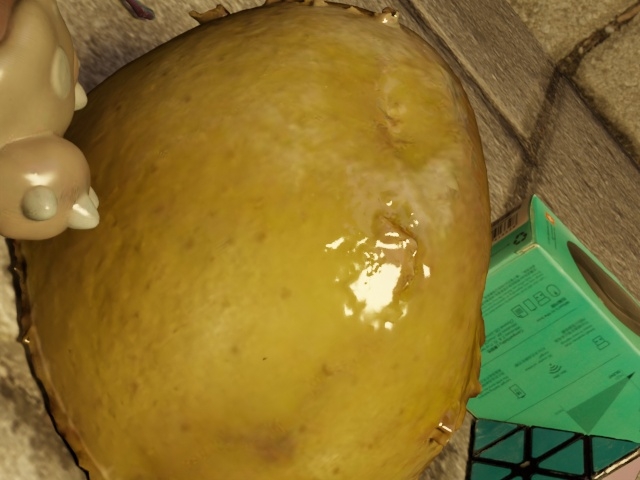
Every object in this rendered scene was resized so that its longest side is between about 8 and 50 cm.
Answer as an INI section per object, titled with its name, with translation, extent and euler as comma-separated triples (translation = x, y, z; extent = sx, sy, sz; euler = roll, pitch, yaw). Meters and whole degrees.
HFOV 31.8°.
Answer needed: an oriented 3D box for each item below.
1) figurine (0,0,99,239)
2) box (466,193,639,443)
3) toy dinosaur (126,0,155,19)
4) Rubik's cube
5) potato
[figurine]
translation = -0.313, -0.113, 0.672
extent = 0.381, 0.203, 0.248
euler = 19, 26, -28
[box]
translation = 0.258, 0.126, 1.259
extent = 0.311, 0.205, 0.118
euler = 44, 31, -15
[toy dinosaur]
translation = -0.238, -0.308, 1.165
extent = 0.197, 0.045, 0.080
euler = 46, 38, -21
[Rubik's cube]
translation = 0.270, 0.266, 1.145
extent = 0.190, 0.178, 0.211
euler = 47, 28, -19
[potato]
translation = 0.000, 0.000, 0.889
extent = 0.385, 0.319, 0.442
euler = 29, 38, -38
